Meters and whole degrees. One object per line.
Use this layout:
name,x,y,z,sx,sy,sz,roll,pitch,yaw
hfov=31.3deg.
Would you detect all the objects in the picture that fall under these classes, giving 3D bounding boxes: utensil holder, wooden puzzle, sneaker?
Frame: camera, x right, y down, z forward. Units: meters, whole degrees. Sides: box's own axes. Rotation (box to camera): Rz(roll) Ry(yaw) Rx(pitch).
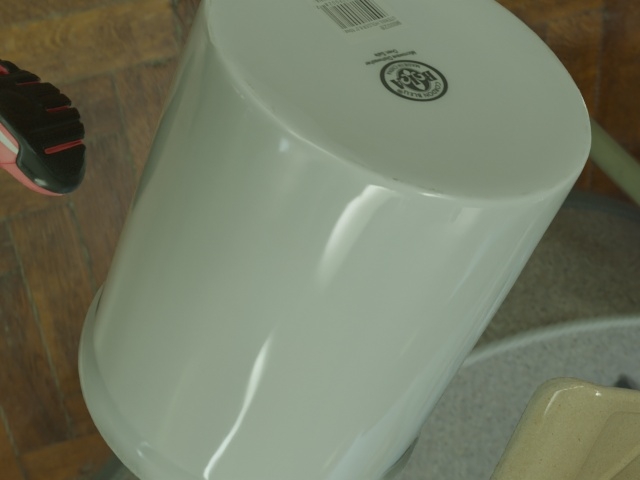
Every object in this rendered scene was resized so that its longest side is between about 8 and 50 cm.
utensil holder,0.000,0.000,0.940,0.327,0.327,0.385,3,136,-25
wooden puzzle,0.264,0.262,0.982,0.348,0.080,0.322,12,111,-26
sneaker,-0.369,-0.131,1.200,0.136,0.314,0.116,-57,161,25
